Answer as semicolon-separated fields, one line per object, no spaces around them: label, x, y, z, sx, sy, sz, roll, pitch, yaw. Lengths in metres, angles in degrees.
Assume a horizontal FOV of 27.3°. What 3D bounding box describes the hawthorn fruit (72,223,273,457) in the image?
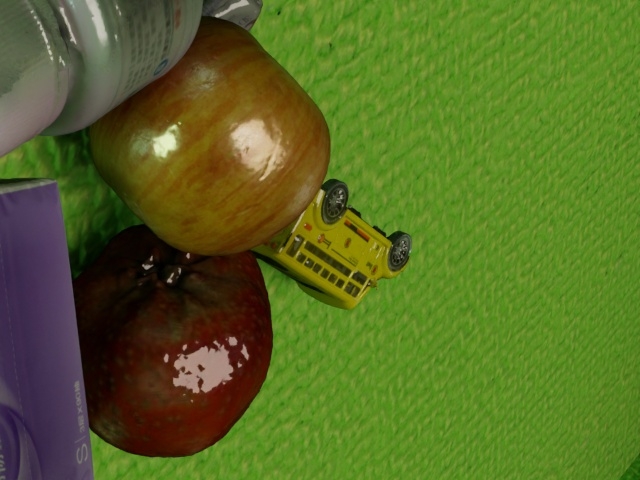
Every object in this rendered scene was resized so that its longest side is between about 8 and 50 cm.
hawthorn fruit;-0.185;0.150;1.627;0.287;0.287;0.330;-40;145;-37

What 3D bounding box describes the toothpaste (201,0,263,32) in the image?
toothpaste;-0.138;-0.247;1.645;0.099;0.068;0.282;28;92;-31

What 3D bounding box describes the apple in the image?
apple;-0.129;-0.118;1.503;0.233;0.286;0.286;-44;146;2

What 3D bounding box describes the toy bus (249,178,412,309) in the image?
toy bus;0.000;0.000;1.915;0.330;0.144;0.152;35;79;-56

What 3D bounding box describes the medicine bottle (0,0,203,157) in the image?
medicine bottle;-0.282;-0.213;1.244;0.302;0.241;0.241;-44;142;-45

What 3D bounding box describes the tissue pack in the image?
tissue pack;-0.359;0.108;1.287;0.242;0.160;0.338;-18;106;-57
